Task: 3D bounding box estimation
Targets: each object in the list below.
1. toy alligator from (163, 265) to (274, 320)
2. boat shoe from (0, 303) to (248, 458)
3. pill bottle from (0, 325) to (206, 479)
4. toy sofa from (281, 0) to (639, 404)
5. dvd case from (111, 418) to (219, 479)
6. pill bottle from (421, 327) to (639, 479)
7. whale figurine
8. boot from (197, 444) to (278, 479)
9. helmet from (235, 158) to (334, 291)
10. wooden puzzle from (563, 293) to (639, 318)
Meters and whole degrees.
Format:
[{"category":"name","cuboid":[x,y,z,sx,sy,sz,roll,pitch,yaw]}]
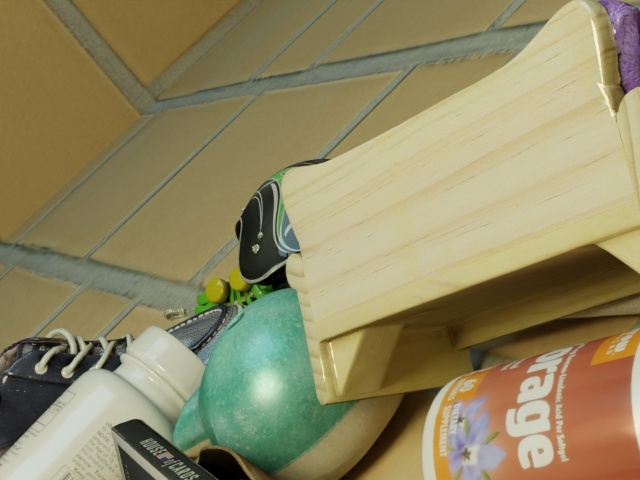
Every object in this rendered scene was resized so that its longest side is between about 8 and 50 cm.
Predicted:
[{"category":"toy alligator","cuboid":[-0.107,0.074,1.352,0.189,0.056,0.051,-28,63,31]},{"category":"boat shoe","cuboid":[-0.236,0.145,1.261,0.340,0.158,0.127,-38,19,5]},{"category":"pill bottle","cuboid":[-0.205,0.197,1.128,0.229,0.131,0.131,-47,21,-20]},{"category":"toy sofa","cuboid":[0.133,-0.011,0.774,0.150,0.177,0.362,-4,-14,-35]},{"category":"dvd case","cuboid":[-0.080,0.229,0.782,0.029,0.179,0.238,-15,10,-23]},{"category":"pill bottle","cuboid":[0.171,0.111,0.647,0.216,0.121,0.121,-22,26,41]},{"category":"whale figurine","cuboid":[-0.052,0.122,1.002,0.216,0.141,0.272,-51,20,-28]},{"category":"boot","cuboid":[-0.020,0.216,0.780,0.112,0.115,0.305,-43,21,-18]},{"category":"helmet","cuboid":[0.000,0.000,1.149,0.169,0.169,0.161,-31,37,22]},{"category":"wooden puzzle","cuboid":[0.310,-0.074,0.883,0.322,0.080,0.348,-11,39,55]}]
